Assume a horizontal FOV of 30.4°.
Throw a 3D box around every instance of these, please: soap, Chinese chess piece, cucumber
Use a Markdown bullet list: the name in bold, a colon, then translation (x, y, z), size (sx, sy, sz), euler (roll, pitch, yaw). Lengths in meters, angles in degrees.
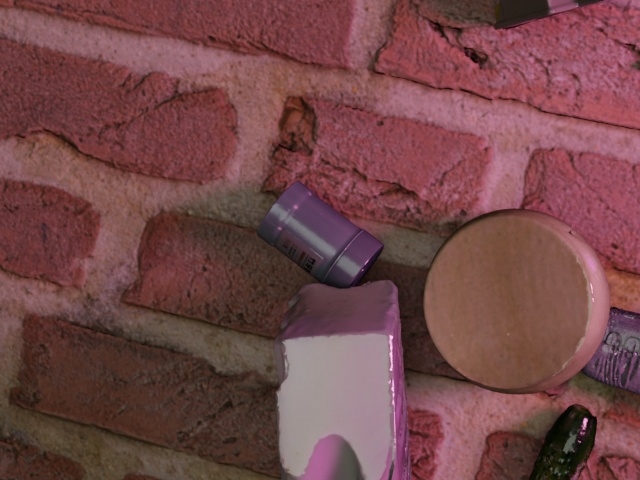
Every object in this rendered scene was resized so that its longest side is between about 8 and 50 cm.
- **soap**: translation (0.040, 0.303, 1.555), size (0.156, 0.261, 0.446), euler (-3, 109, 7)
- **Chinese chess piece**: translation (0.262, 0.082, 1.582), size (0.250, 0.101, 0.250), euler (-2, 86, 25)
- **cucumber**: translation (0.320, 0.332, 1.628), size (0.069, 0.069, 0.227), euler (24, 100, 9)

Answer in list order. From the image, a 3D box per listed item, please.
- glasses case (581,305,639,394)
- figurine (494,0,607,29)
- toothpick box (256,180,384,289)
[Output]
- **glasses case**: translation (0.485, 0.167, 1.583), size (0.282, 0.067, 0.109), euler (16, 99, 14)
- **figurine**: translation (0.306, -0.440, 1.537), size (0.343, 0.167, 0.285), euler (-18, 98, -8)
- **toothpick box**: translation (0.000, 0.000, 1.656), size (0.153, 0.101, 0.101), euler (38, 100, 9)
